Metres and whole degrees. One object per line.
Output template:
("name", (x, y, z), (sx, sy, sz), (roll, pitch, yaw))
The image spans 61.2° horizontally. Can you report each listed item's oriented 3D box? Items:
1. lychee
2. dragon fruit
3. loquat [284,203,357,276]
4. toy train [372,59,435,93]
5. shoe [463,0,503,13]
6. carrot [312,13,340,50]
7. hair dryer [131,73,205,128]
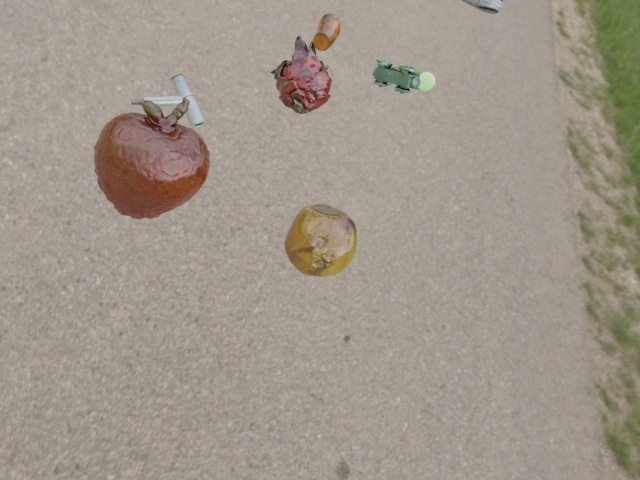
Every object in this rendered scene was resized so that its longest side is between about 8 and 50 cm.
("lychee", (-0.381, -0.189, 1.246), (0.255, 0.300, 0.255), (20, 32, -13))
("dragon fruit", (-0.058, -0.564, 1.889), (0.193, 0.192, 0.274), (18, 68, -41))
("loquat", (0.000, 0.000, 2.007), (0.276, 0.276, 0.284), (23, 19, -20))
("toy train", (0.307, -0.602, 2.003), (0.157, 0.105, 0.253), (-4, 24, -32))
("shoe", (0.290, -0.533, 1.063), (0.207, 0.106, 0.091), (43, 32, 23))
("carrot", (0.023, -0.713, 1.865), (0.087, 0.087, 0.193), (28, 45, -16))
("hair dryer", (-0.437, -0.375, 1.523), (0.183, 0.044, 0.155), (-25, 87, -29))
